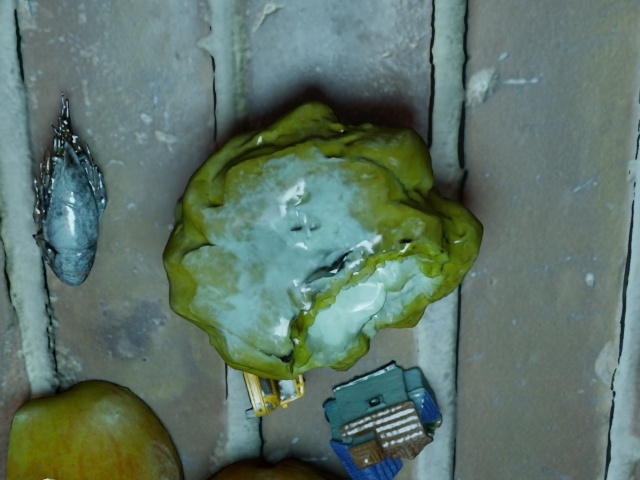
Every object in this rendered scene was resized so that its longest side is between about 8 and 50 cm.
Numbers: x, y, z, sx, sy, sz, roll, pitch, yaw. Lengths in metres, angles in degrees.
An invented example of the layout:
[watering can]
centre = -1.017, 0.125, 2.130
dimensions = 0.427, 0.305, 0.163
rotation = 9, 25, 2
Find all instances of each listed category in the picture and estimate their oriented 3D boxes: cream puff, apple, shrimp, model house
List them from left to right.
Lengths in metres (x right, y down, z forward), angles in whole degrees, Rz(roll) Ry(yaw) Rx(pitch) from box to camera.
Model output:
[shrimp]
centre = -0.287, -0.057, 1.266
dimensions = 0.090, 0.079, 0.232
rotation = -12, 114, -36
[apple]
centre = -0.286, 0.351, 1.384
dimensions = 0.254, 0.179, 0.346
rotation = -22, 115, -32
[cream puff]
centre = -0.009, 0.000, 1.225
dimensions = 0.323, 0.270, 0.274
rotation = -36, 77, 2
[model house]
centre = 0.079, 0.246, 1.352
dimensions = 0.148, 0.148, 0.119
rotation = -22, 112, 9

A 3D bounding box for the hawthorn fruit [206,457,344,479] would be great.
[hawthorn fruit]
centre = -0.052, 0.420, 1.334
dimensions = 0.277, 0.298, 0.277
rotation = 9, 128, 12

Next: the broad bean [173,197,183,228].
[broad bean]
centre = -0.143, -0.015, 1.300
dimensions = 0.063, 0.045, 0.083
rotation = -15, 119, 6

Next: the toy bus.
[toy bus]
centre = -0.057, 0.166, 1.306
dimensions = 0.074, 0.162, 0.069
rotation = -16, 85, 0
